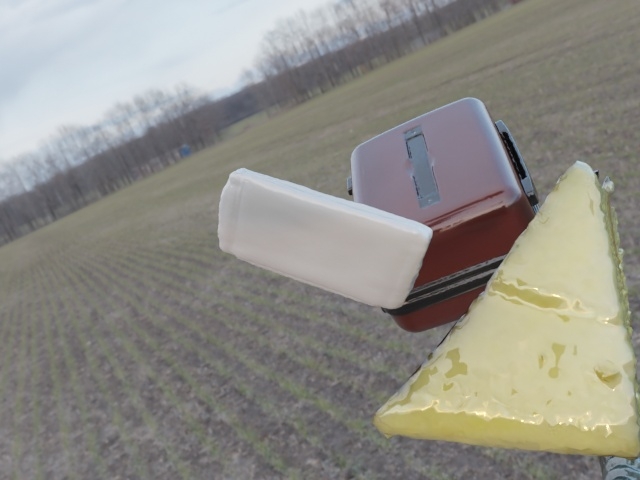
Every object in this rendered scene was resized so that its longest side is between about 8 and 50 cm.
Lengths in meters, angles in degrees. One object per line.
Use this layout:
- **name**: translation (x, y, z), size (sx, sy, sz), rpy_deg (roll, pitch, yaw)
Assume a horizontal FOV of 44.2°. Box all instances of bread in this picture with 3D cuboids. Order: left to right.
- **bread**: translation (0.137, 0.059, 0.468), size (0.178, 0.141, 0.266), rpy_deg (-42, -19, 16)

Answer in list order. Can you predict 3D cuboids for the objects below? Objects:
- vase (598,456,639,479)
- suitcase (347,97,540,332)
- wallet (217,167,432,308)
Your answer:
- **vase**: translation (0.199, 0.201, 0.485), size (0.116, 0.115, 0.237), rpy_deg (-19, 9, 30)
- **suitcase**: translation (0.162, -0.040, 1.038), size (0.236, 0.161, 0.297), rpy_deg (-23, 32, 13)
- **wallet**: translation (0.000, 0.000, 0.694), size (0.124, 0.183, 0.031), rpy_deg (103, -173, -53)
